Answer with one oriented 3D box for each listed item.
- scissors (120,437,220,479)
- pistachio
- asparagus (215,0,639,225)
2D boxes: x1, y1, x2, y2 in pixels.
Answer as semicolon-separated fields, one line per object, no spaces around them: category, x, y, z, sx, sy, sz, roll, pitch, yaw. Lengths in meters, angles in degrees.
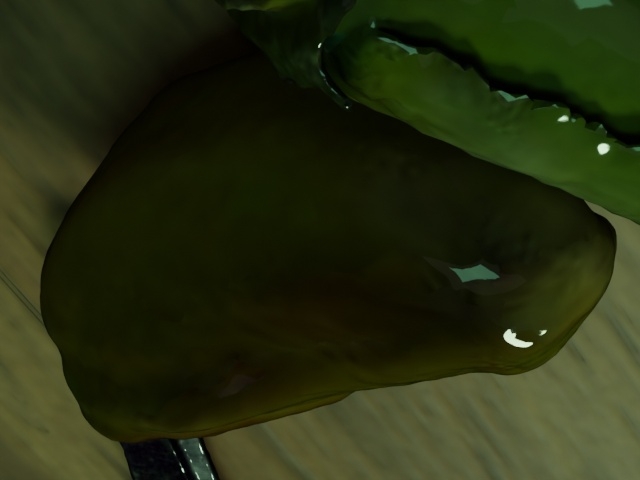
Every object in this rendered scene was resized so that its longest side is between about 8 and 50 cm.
scissors;-0.037;0.127;0.719;0.160;0.024;0.317;-3;132;13
pistachio;-0.003;-0.002;0.548;0.189;0.100;0.110;-17;105;40
asparagus;0.133;-0.040;0.469;0.382;0.128;0.108;24;143;-14
